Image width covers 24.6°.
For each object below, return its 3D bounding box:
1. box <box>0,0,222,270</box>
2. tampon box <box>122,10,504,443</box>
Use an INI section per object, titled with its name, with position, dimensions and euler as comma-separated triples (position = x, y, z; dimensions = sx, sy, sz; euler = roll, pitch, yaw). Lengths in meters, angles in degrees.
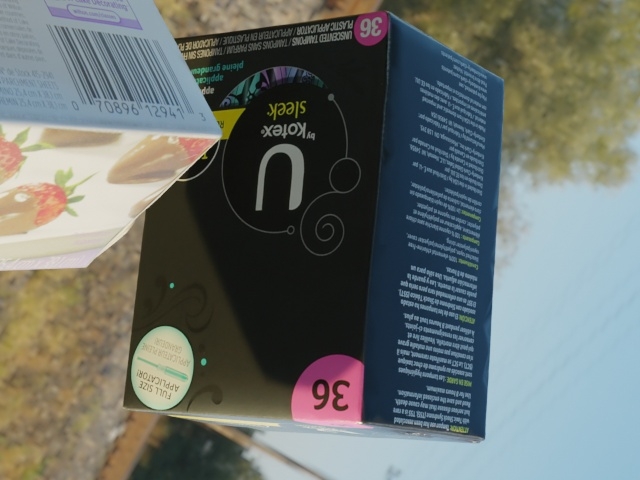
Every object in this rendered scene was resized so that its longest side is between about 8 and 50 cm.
[box]
position = -0.152, -0.033, 0.262
dimensions = 0.063, 0.067, 0.324
euler = -41, 158, 30
[tampon box]
position = 0.000, 0.000, 0.619
dimensions = 0.101, 0.120, 0.161
euler = 18, 73, -53
